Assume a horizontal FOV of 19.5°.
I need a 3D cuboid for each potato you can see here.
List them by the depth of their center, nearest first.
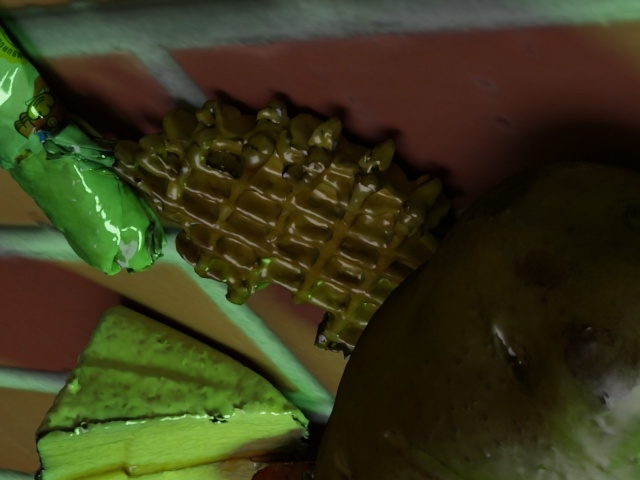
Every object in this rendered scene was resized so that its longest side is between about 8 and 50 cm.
[{"bbox_3d":[0.108,0.108,1.009,0.195,0.176,0.369,23,132,-13],"label":"potato"}]

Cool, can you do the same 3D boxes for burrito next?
[{"bbox_3d":[-0.170,-0.067,1.166,0.104,0.054,0.288,3,144,37],"label":"burrito"}]

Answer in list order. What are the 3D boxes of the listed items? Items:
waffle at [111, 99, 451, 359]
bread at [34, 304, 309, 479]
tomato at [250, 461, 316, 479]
[{"bbox_3d":[0.000,0.000,1.128,0.232,0.051,0.228,2,142,40],"label":"waffle"},{"bbox_3d":[-0.113,0.175,1.451,0.178,0.135,0.240,24,153,7],"label":"bread"},{"bbox_3d":[0.028,0.242,1.447,0.189,0.099,0.173,3,149,19],"label":"tomato"}]
